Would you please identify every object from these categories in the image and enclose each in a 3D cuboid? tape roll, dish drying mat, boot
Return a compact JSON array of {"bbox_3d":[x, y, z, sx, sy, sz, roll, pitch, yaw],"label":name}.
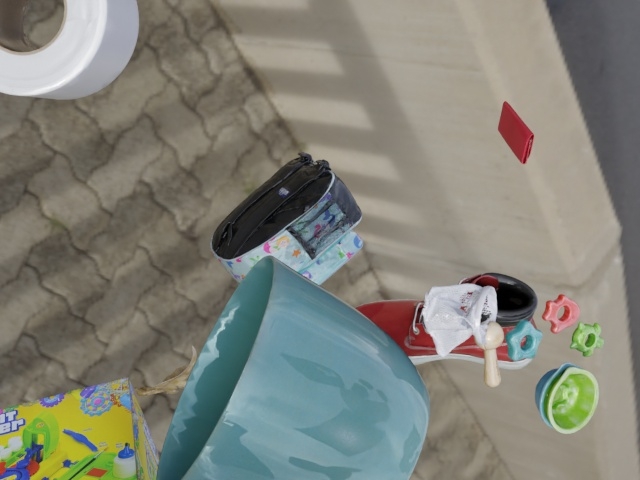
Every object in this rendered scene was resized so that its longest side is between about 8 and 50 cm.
[{"bbox_3d":[-0.406,-0.330,1.492,0.169,0.246,0.246,-47,145,-81],"label":"tape roll"},{"bbox_3d":[0.183,-0.101,0.956,0.008,0.083,0.032,3,117,-8],"label":"dish drying mat"},{"bbox_3d":[0.141,0.085,1.244,0.176,0.244,0.088,68,28,-59],"label":"boot"}]

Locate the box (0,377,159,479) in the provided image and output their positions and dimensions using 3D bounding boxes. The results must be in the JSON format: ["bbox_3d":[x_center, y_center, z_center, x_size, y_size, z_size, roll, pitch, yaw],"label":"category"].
[{"bbox_3d":[-0.346,0.356,1.259,0.290,0.279,0.177,-13,134,-3],"label":"box"}]

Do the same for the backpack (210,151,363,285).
[{"bbox_3d":[-0.065,-0.011,1.845,0.253,0.225,0.191,-37,116,-10],"label":"backpack"}]

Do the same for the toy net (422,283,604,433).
[{"bbox_3d":[0.198,0.094,0.990,0.232,0.045,0.122,33,86,-32],"label":"toy net"}]

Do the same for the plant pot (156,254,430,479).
[{"bbox_3d":[-0.019,0.199,1.170,0.235,0.293,0.293,27,77,-12],"label":"plant pot"}]

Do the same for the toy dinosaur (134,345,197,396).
[{"bbox_3d":[-0.238,0.234,1.728,0.093,0.183,0.053,-3,64,-51],"label":"toy dinosaur"}]
